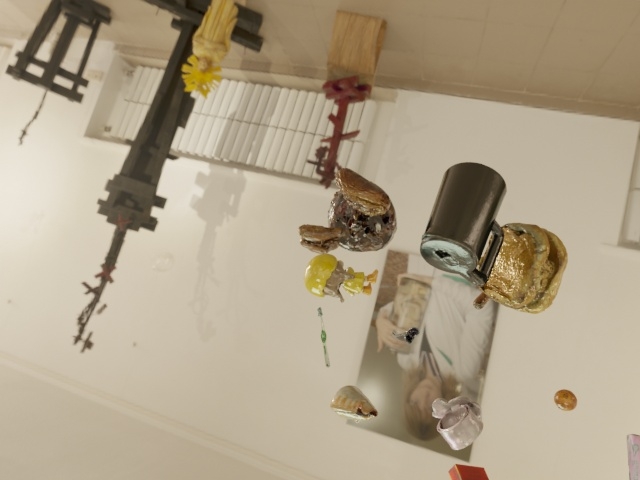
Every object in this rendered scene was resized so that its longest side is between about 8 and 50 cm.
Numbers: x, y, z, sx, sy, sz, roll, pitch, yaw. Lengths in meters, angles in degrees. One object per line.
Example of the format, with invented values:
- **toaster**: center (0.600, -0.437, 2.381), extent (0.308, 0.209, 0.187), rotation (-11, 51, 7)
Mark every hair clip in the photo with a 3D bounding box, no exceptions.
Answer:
- **hair clip**: center (0.387, 0.455, 2.037), extent (0.048, 0.083, 0.275), rotation (41, 163, -3)

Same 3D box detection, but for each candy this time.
- **candy**: center (0.901, 0.623, 1.161), extent (0.092, 0.160, 0.073), rotation (2, 159, 24)

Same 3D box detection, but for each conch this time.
- **conch**: center (0.140, 0.637, 1.674), extent (0.158, 0.127, 0.255), rotation (36, 148, -23)

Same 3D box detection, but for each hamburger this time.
- **hamburger**: center (0.677, 0.085, 1.439), extent (0.158, 0.319, 0.318), rotation (13, 173, -23)

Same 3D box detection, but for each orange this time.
- **orange**: center (0.977, 0.636, 1.687), extent (0.083, 0.084, 0.083), rotation (15, 172, 2)

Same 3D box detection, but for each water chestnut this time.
- **water chestnut**: center (0.156, -0.081, 1.662), extent (0.299, 0.300, 0.300), rotation (15, 172, 2)

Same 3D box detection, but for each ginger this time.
- **ginger**: center (0.000, 0.000, 1.470), extent (0.162, 0.103, 0.073), rotation (4, -157, 2)

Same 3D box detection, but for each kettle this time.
- **kettle**: center (0.451, -0.047, 1.341), extent (0.203, 0.308, 0.262), rotation (8, 147, 34)

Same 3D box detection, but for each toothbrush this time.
- **toothbrush**: center (0.017, 0.471, 2.053), extent (0.030, 0.304, 0.030), rotation (-9, -173, 1)

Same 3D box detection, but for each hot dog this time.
- **hot dog**: center (0.138, -0.169, 1.484), extent (0.227, 0.099, 0.160), rotation (43, 176, 32)

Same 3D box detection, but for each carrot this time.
- **carrot**: center (0.674, 0.202, 1.685), extent (0.047, 0.191, 0.047), rotation (42, 160, 19)

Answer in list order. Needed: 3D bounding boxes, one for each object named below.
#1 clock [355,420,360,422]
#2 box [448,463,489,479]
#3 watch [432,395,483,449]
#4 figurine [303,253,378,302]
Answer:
- **clock**: center (0.211, 0.876, 2.181), extent (0.041, 0.129, 0.087), rotation (25, -169, 9)
- **box**: center (0.459, 0.752, 1.234), extent (0.112, 0.048, 0.175), rotation (16, -152, -16)
- **watch**: center (0.630, 0.859, 1.989), extent (0.211, 0.248, 0.217), rotation (52, -147, 6)
- **figurine**: center (0.092, 0.175, 2.004), extent (0.343, 0.215, 0.187), rotation (8, -160, -11)
